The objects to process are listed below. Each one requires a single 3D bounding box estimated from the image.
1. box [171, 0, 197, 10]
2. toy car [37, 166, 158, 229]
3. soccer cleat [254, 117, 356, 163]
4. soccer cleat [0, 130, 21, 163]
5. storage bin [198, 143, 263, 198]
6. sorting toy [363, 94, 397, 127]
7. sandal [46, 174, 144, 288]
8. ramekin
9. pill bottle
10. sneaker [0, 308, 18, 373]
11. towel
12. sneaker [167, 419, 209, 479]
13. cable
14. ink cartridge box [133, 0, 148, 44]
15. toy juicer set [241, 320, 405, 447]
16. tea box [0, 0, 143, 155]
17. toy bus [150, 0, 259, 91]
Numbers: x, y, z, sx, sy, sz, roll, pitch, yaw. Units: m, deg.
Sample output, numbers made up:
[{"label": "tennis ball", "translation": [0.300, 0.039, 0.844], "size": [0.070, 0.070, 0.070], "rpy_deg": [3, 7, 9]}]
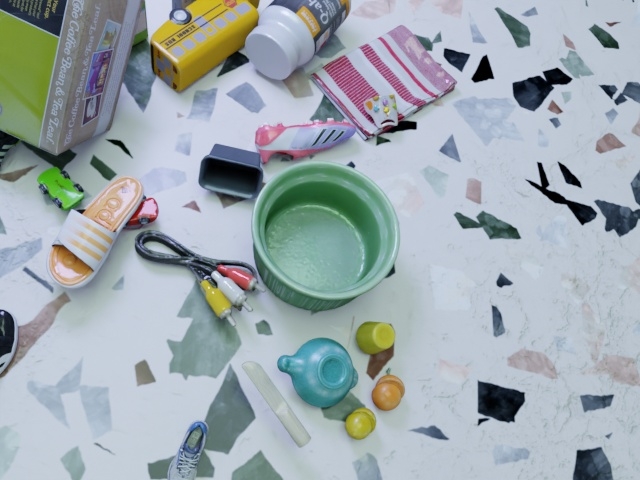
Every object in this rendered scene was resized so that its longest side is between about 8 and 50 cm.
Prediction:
[{"label": "box", "translation": [-0.284, -0.623, 1.442], "size": [0.038, 0.145, 0.186], "rpy_deg": [44, 65, 7]}, {"label": "toy car", "translation": [-0.483, -0.058, 1.197], "size": [0.225, 0.053, 0.239], "rpy_deg": [44, 64, 8]}, {"label": "soccer cleat", "translation": [-0.033, -0.233, 1.375], "size": [0.248, 0.083, 0.095], "rpy_deg": [-7, 98, -21]}, {"label": "soccer cleat", "translation": [-0.671, -0.186, 1.199], "size": [0.060, 0.072, 0.179], "rpy_deg": [26, 64, -1]}, {"label": "storage bin", "translation": [-0.192, -0.154, 1.293], "size": [0.135, 0.098, 0.091], "rpy_deg": [12, 37, -7]}, {"label": "sorting toy", "translation": [0.157, -0.313, 1.431], "size": [0.083, 0.045, 0.075], "rpy_deg": [-12, 87, -14]}, {"label": "sandal", "translation": [-0.434, -0.037, 1.125], "size": [0.102, 0.076, 0.265], "rpy_deg": [26, 63, -1]}, {"label": "ramekin", "translation": [0.000, 0.000, 1.229], "size": [0.303, 0.148, 0.303], "rpy_deg": [5, 66, -11]}, {"label": "pill bottle", "translation": [-0.054, -0.534, 1.446], "size": [0.162, 0.162, 0.278], "rpy_deg": [33, 63, 3]}, {"label": "sneaker", "translation": [-0.599, 0.209, 1.013], "size": [0.079, 0.121, 0.217], "rpy_deg": [18, 64, -6]}, {"label": "towel", "translation": [0.169, -0.416, 1.516], "size": [0.329, 0.037, 0.237], "rpy_deg": [-34, 77, -24]}, {"label": "sneaker", "translation": [-0.239, 0.387, 1.052], "size": [0.052, 0.058, 0.135], "rpy_deg": [16, 65, -5]}, {"label": "cable", "translation": [-0.239, 0.047, 1.196], "size": [0.287, 0.072, 0.139], "rpy_deg": [38, 58, 6]}, {"label": "ink cartridge box", "translation": [-0.486, -0.583, 1.316], "size": [0.097, 0.255, 0.189], "rpy_deg": [-38, 79, -25]}, {"label": "toy juicer set", "translation": [0.017, 0.293, 1.145], "size": [0.329, 0.089, 0.209], "rpy_deg": [-13, 83, -27]}, {"label": "tea box", "translation": [-0.566, -0.399, 1.146], "size": [0.323, 0.329, 0.220], "rpy_deg": [26, 27, -1]}, {"label": "toy bus", "translation": [-0.263, -0.510, 1.417], "size": [0.130, 0.108, 0.333], "rpy_deg": [42, 64, 7]}]
